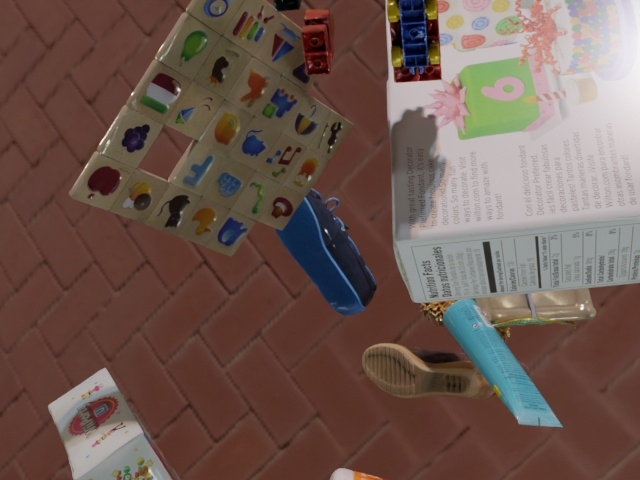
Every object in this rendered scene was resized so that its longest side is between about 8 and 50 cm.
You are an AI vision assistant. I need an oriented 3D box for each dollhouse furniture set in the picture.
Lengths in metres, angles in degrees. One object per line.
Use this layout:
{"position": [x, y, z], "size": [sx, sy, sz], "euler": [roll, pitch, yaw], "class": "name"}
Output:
{"position": [0.282, 0.010, 1.514], "size": [0.197, 0.151, 0.301], "euler": [-1, 68, -18], "class": "dollhouse furniture set"}

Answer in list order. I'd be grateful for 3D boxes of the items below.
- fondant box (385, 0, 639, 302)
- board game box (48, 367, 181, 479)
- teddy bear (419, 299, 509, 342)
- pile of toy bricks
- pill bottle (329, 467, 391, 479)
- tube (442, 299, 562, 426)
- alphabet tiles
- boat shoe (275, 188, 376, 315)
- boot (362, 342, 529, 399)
{"position": [0.215, -0.095, 0.688], "size": [0.330, 0.096, 0.238], "euler": [-5, 59, 10], "class": "fondant box"}
{"position": [-0.216, 0.339, 1.251], "size": [0.097, 0.303, 0.224], "euler": [-34, 24, -12], "class": "board game box"}
{"position": [0.280, 0.048, 1.830], "size": [0.245, 0.338, 0.113], "euler": [24, 134, 11], "class": "teddy bear"}
{"position": [0.029, -0.210, 0.612], "size": [0.118, 0.212, 0.105], "euler": [-2, 37, 8], "class": "pile of toy bricks"}
{"position": [0.182, 0.479, 1.396], "size": [0.392, 0.224, 0.224], "euler": [14, 85, 1], "class": "pill bottle"}
{"position": [0.229, 0.160, 1.262], "size": [0.052, 0.080, 0.207], "euler": [-63, 39, 28], "class": "tube"}
{"position": [-0.066, -0.086, 0.798], "size": [0.009, 0.237, 0.198], "euler": [39, 98, 34], "class": "alphabet tiles"}
{"position": [0.000, 0.000, 1.590], "size": [0.109, 0.089, 0.258], "euler": [-18, 104, 40], "class": "boat shoe"}
{"position": [0.223, 0.232, 1.755], "size": [0.248, 0.207, 0.090], "euler": [9, 96, 38], "class": "boot"}
